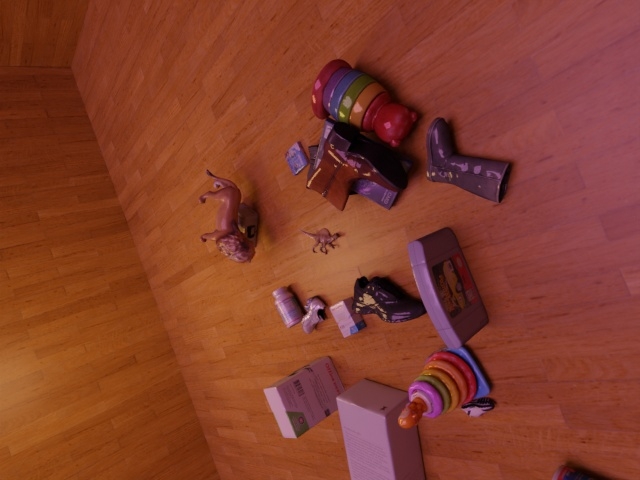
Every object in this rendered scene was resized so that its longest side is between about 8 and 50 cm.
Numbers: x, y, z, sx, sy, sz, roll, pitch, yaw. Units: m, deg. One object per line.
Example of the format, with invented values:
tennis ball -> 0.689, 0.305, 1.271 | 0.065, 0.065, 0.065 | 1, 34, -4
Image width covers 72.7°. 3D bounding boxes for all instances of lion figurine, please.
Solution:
lion figurine -> -0.380, -0.100, 1.784 | 0.240, 0.142, 0.393 | 2, 101, 37

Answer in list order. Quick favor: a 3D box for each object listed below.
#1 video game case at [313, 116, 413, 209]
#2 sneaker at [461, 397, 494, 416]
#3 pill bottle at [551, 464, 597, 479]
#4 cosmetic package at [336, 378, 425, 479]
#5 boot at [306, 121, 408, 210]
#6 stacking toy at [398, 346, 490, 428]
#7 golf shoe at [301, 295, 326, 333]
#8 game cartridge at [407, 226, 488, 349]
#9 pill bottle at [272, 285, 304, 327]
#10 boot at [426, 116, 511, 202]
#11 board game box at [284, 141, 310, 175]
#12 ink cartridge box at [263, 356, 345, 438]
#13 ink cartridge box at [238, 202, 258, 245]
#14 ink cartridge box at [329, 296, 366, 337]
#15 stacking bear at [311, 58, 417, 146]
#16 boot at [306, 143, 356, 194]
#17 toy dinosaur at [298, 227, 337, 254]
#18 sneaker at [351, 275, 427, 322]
video game case -> 0.116, -0.220, 1.277 | 0.274, 0.026, 0.196 | 29, 143, 8
sneaker -> 0.466, 0.490, 1.269 | 0.044, 0.040, 0.109 | 51, 141, -2
pill bottle -> 0.672, 0.645, 1.029 | 0.221, 0.124, 0.125 | 11, 112, 44
cosmetic package -> 0.220, 0.751, 1.532 | 0.229, 0.161, 0.454 | 1, 105, 48
boot -> 0.093, -0.164, 1.258 | 0.264, 0.096, 0.280 | 33, 144, 3
stacking toy -> 0.309, 0.430, 1.209 | 0.166, 0.301, 0.175 | 59, 138, 13
golf shoe -> -0.023, 0.308, 1.710 | 0.085, 0.069, 0.176 | 28, 125, 31
game cartridge -> 0.336, 0.122, 1.148 | 0.060, 0.195, 0.295 | -25, 86, 50
pill bottle -> -0.135, 0.274, 1.800 | 0.087, 0.087, 0.160 | -43, 72, 46
boot -> 0.367, -0.203, 1.086 | 0.208, 0.076, 0.190 | 29, 138, 46
board game box -> -0.086, -0.298, 1.586 | 0.090, 0.020, 0.090 | -34, 78, 47
ink cartridge box -> -0.053, 0.605, 1.694 | 0.114, 0.272, 0.199 | -32, 80, 51
ink cartridge box -> -0.345, -0.061, 1.916 | 0.127, 0.072, 0.175 | 33, 126, 36
ink cartridge box -> 0.098, 0.277, 1.573 | 0.088, 0.052, 0.123 | -37, 78, 47
stacking bear -> 0.130, -0.373, 1.220 | 0.289, 0.164, 0.176 | 37, 94, 19
boot -> 0.040, -0.238, 1.431 | 0.246, 0.083, 0.161 | 18, 111, 41
toy dinosaur -> 0.000, 0.000, 1.593 | 0.183, 0.053, 0.093 | 8, 95, 38
sneaker -> 0.207, 0.182, 1.386 | 0.286, 0.109, 0.130 | 4, 101, 45
